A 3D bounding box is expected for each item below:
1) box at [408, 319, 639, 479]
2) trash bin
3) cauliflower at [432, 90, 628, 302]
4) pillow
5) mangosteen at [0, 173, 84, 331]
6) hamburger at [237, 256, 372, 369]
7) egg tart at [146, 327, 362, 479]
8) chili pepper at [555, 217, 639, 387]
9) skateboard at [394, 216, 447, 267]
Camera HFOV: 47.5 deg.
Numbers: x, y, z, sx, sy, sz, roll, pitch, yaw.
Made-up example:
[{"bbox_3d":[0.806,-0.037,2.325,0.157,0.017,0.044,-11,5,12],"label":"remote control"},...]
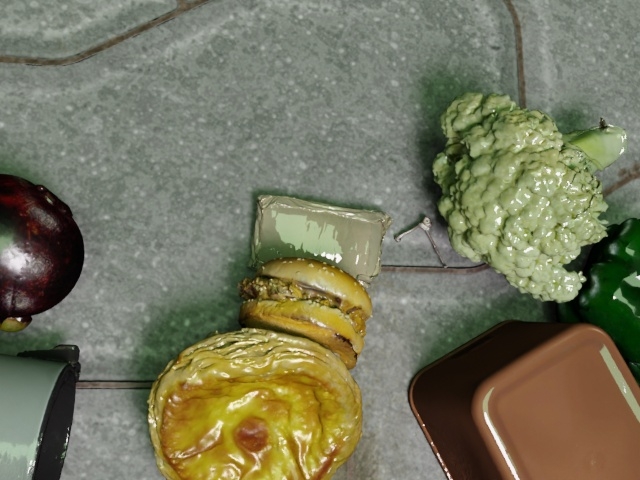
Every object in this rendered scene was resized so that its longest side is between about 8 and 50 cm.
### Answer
[{"bbox_3d":[0.319,0.295,1.007,0.239,0.229,0.340,-27,88,-15],"label":"box"},{"bbox_3d":[-0.454,0.239,0.879,0.262,0.217,0.277,10,46,-8],"label":"trash bin"},{"bbox_3d":[0.293,-0.067,1.055,0.281,0.260,0.327,-14,86,-52],"label":"cauliflower"},{"bbox_3d":[0.000,0.000,1.083,0.208,0.053,0.119,10,83,-9],"label":"pillow"},{"bbox_3d":[-0.410,0.015,0.937,0.209,0.210,0.210,2,81,-10],"label":"mangosteen"},{"bbox_3d":[-0.025,0.093,1.006,0.190,0.182,0.118,15,63,0],"label":"hamburger"},{"bbox_3d":[-0.088,0.229,0.973,0.294,0.116,0.295,-4,112,-10],"label":"egg tart"},{"bbox_3d":[0.498,0.101,1.075,0.256,0.233,0.248,41,72,4],"label":"chili pepper"},{"bbox_3d":[0.161,0.014,1.126,0.063,0.032,0.083,-30,85,-3],"label":"skateboard"}]
